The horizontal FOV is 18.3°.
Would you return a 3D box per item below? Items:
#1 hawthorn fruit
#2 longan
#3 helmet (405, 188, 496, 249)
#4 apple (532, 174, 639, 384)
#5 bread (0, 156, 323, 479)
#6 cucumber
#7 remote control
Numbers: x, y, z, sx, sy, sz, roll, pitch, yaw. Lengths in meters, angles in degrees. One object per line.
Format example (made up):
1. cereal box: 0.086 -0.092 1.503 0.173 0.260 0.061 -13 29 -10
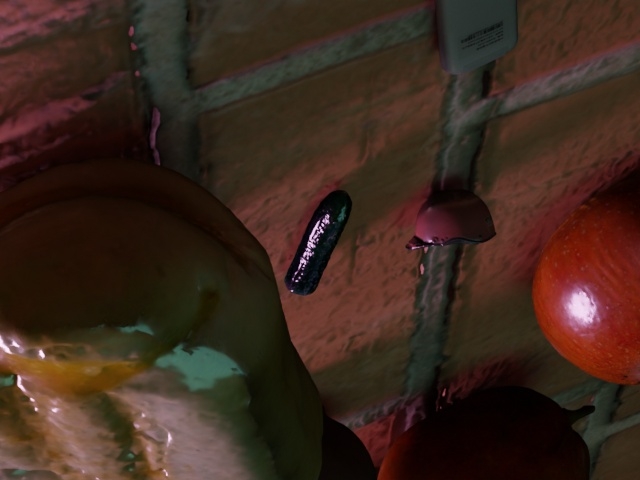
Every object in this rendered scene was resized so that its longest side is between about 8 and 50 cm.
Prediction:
1. hawthorn fruit: 0.194 0.259 2.169 0.261 0.224 0.224 -48 153 -7
2. longan: -0.026 0.248 2.008 0.185 0.159 0.204 -23 118 -44
3. helmet: 0.113 -0.021 1.776 0.084 0.049 0.065 -7 -168 13
4. apple: 0.320 0.045 1.937 0.210 0.173 0.235 -13 150 -25
5. bread: -0.168 0.068 1.515 0.300 0.210 0.341 -8 147 10
6. cucumber: 0.000 0.000 1.730 0.032 0.032 0.133 -12 150 -27
7. remote control: 0.112 -0.213 1.480 0.067 0.029 0.261 -24 150 -7
